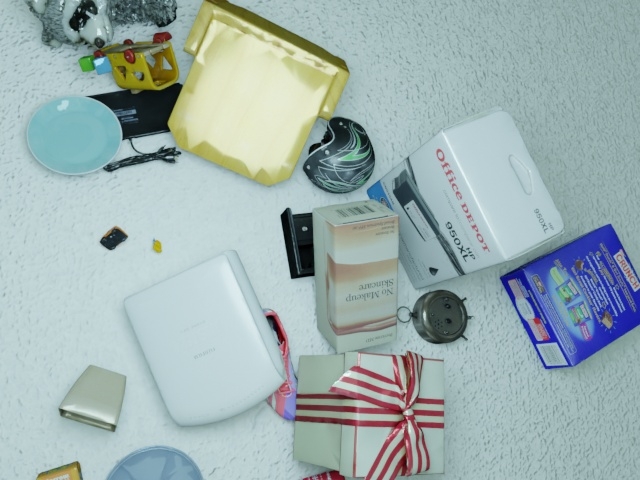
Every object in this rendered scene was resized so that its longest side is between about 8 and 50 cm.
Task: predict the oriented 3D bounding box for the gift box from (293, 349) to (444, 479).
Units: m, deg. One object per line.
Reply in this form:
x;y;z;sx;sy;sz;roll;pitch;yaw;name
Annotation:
0.089;0.353;1.139;0.276;0.258;0.255;7;76;-34;gift box

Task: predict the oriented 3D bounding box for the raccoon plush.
-0.511;-0.600;1.279;0.299;0.216;0.446;-19;54;-12;raccoon plush

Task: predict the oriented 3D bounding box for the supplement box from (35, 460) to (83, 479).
-0.465;0.540;1.053;0.078;0.080;0.233;-13;80;-22;supplement box

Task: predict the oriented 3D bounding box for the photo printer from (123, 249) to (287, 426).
-0.226;0.207;1.149;0.256;0.107;0.307;-24;86;4;photo printer

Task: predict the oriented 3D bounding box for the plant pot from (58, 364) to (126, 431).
-0.433;0.304;1.106;0.109;0.109;0.096;21;60;-11;plant pot

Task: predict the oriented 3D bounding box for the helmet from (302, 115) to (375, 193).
0.044;-0.188;1.332;0.169;0.169;0.161;13;57;-14;helmet

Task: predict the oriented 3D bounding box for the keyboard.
-0.430;-0.243;1.268;0.317;0.033;0.201;-15;76;-19;keyboard

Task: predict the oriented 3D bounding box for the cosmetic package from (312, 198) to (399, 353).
0.076;0.075;1.226;0.153;0.129;0.296;-11;114;-18;cosmetic package

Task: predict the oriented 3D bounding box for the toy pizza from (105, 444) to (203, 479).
-0.331;0.510;1.125;0.201;0.032;0.201;4;76;-17;toy pizza

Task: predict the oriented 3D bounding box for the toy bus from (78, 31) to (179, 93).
-0.410;-0.380;1.250;0.191;0.202;0.104;-15;121;-6;toy bus

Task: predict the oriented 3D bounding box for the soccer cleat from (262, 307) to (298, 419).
-0.092;0.266;1.221;0.083;0.095;0.248;-14;82;-20;soccer cleat

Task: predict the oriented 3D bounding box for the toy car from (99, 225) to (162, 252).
-0.407;0.005;1.225;0.122;0.060;0.040;27;26;-27;toy car

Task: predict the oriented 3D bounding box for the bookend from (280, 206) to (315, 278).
0.000;0.000;1.322;0.157;0.072;0.156;-6;79;-19;bookend

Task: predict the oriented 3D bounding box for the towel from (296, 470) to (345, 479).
-0.058;0.611;1.188;0.275;0.031;0.198;-8;79;-19;towel

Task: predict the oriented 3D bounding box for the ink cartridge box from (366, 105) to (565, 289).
0.295;-0.073;1.257;0.166;0.395;0.285;-24;85;-21;ink cartridge box

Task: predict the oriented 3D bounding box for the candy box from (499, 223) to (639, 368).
0.667;0.142;1.470;0.317;0.122;0.268;-23;84;-19;candy box

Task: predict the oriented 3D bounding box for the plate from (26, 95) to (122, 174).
-0.519;-0.221;1.206;0.188;0.024;0.188;5;70;-15;plate

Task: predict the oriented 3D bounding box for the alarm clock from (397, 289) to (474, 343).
0.273;0.183;1.373;0.192;0.064;0.129;4;77;-13;alarm clock

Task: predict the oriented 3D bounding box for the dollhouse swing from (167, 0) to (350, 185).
-0.154;-0.347;1.348;0.347;0.315;0.305;23;113;-11;dollhouse swing
